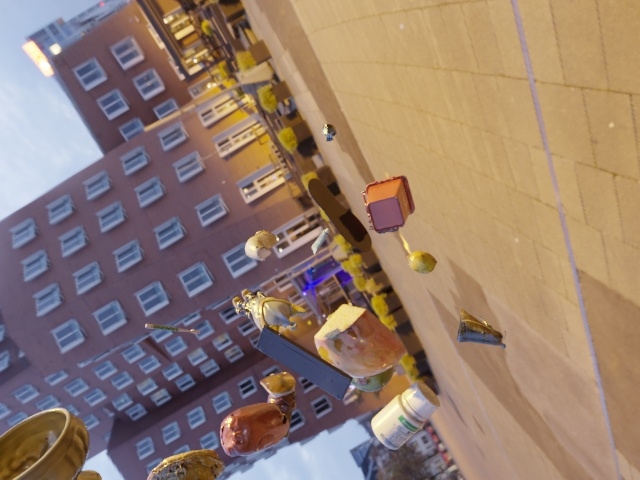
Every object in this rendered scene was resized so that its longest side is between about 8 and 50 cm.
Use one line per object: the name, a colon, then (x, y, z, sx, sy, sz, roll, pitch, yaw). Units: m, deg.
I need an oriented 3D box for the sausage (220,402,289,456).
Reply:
sausage: (-0.217, 0.622, 1.522, 0.279, 0.152, 0.152, 13, -138, -60)

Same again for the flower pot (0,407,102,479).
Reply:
flower pot: (-0.747, 0.641, 1.236, 0.307, 0.307, 0.244, -122, 11, -69)

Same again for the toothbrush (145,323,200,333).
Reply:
toothbrush: (-0.625, 0.377, 1.958, 0.024, 0.018, 0.257, 5, 170, 42)

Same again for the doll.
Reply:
doll: (-0.192, 0.255, 1.675, 0.316, 0.145, 0.103, 16, 110, 43)

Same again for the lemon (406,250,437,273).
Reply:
lemon: (0.371, 0.079, 1.697, 0.082, 0.110, 0.082, 14, -90, -83)

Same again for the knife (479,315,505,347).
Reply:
knife: (0.761, 0.405, 2.033, 0.222, 0.021, 0.046, -112, 0, -62)

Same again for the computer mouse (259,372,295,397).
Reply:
computer mouse: (-0.185, 0.607, 1.966, 0.245, 0.125, 0.056, 167, 90, -71)

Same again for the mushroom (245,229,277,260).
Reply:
mushroom: (-0.258, 0.019, 1.999, 0.351, 0.122, 0.095, -97, 12, -78)

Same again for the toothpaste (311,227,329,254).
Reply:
toothpaste: (0.000, 0.000, 2.259, 0.197, 0.029, 0.048, -55, 49, 48)

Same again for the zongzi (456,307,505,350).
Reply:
zongzi: (0.681, 0.362, 1.949, 0.184, 0.187, 0.084, -62, -27, -49)

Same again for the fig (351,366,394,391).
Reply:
fig: (0.229, 0.550, 2.165, 0.258, 0.258, 0.326, 59, -157, -11)

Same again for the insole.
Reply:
insole: (0.067, -0.078, 1.524, 0.328, 0.007, 0.111, 47, -132, -22)

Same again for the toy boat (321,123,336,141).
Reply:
toy boat: (0.035, -0.420, 1.805, 0.137, 0.060, 0.061, -53, -41, -82)

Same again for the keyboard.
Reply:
keyboard: (-0.053, 0.359, 1.369, 0.309, 0.101, 0.018, 28, -152, 15)

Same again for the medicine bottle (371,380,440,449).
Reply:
medicine bottle: (0.308, 0.626, 1.659, 0.139, 0.237, 0.139, 40, -167, -11)

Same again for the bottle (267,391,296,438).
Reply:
bottle: (-0.181, 0.764, 2.129, 0.156, 0.143, 0.271, 137, 149, -58)

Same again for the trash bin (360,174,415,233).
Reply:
trash bin: (0.231, -0.125, 1.660, 0.239, 0.184, 0.161, -56, -50, -64)

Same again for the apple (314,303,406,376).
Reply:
apple: (0.169, 0.406, 1.806, 0.309, 0.314, 0.252, 49, -154, -13)

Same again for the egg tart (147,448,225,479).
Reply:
egg tart: (-0.402, 0.729, 1.401, 0.241, 0.241, 0.106, 60, -178, -45)
